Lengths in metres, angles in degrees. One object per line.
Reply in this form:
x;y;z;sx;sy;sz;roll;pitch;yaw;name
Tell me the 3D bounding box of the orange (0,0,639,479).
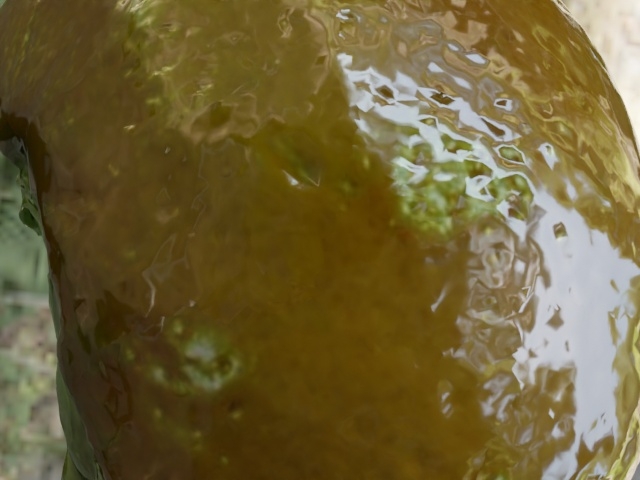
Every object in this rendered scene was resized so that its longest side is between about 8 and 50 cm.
0.003;-0.005;0.514;0.158;0.179;0.237;-44;-135;42;orange
